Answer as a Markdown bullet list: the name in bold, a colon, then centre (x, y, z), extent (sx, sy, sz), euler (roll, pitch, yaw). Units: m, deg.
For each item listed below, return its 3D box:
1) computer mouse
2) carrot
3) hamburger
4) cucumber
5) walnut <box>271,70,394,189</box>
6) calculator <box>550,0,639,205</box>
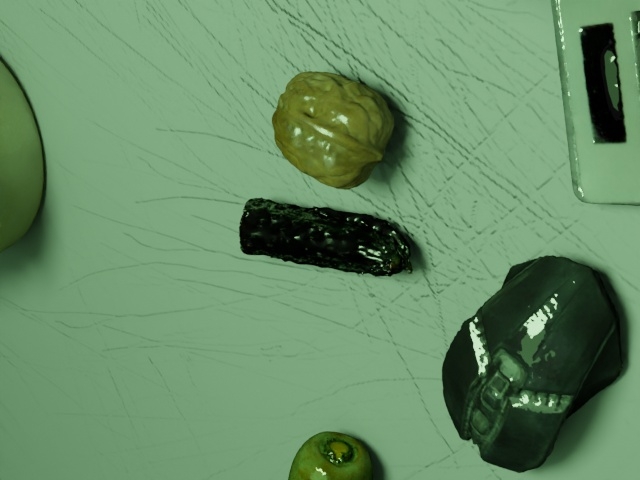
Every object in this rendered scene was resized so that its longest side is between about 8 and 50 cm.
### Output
- **computer mouse**: centre (0.140, 0.091, 0.794), extent (0.106, 0.062, 0.192), euler (43, 130, 23)
- **carrot**: centre (-0.009, 0.323, 1.031), extent (0.074, 0.074, 0.359), euler (30, 127, 32)
- **hamburger**: centre (-0.424, -0.086, 1.171), extent (0.294, 0.179, 0.276), euler (5, 111, 42)
- **cucumber**: centre (0.000, 0.000, 0.900), extent (0.181, 0.053, 0.053), euler (12, 115, 38)
- **walnut**: centre (0.010, -0.082, 0.835), extent (0.096, 0.082, 0.079), euler (34, 100, 31)
- **calculator**: centre (0.233, -0.094, 0.628), extent (0.261, 0.021, 0.161), euler (4, 107, 53)
